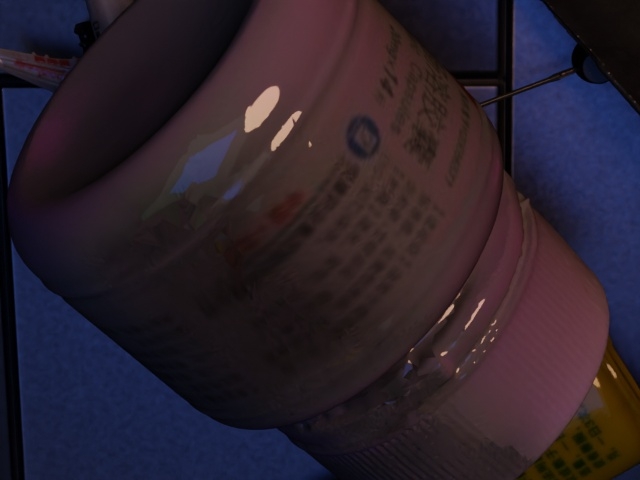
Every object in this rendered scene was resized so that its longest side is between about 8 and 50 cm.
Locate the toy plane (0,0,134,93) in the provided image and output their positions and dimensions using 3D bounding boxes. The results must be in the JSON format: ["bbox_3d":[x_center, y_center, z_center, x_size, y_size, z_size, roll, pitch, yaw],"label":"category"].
[{"bbox_3d":[-0.120,-0.113,1.127,0.162,0.065,0.171,-18,103,9],"label":"toy plane"}]

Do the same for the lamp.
[{"bbox_3d":[0.131,-0.096,1.113,0.121,0.054,0.041,-18,101,9],"label":"lamp"}]

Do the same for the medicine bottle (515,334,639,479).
[{"bbox_3d":[0.069,0.163,1.169,0.309,0.076,0.111,-32,96,11],"label":"medicine bottle"}]

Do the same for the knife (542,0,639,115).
[{"bbox_3d":[0.216,-0.097,1.084,0.072,0.019,0.245,-35,81,-20],"label":"knife"}]

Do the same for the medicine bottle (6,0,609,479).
[{"bbox_3d":[0.000,0.000,1.029,0.241,0.241,0.302,-41,117,13],"label":"medicine bottle"}]
